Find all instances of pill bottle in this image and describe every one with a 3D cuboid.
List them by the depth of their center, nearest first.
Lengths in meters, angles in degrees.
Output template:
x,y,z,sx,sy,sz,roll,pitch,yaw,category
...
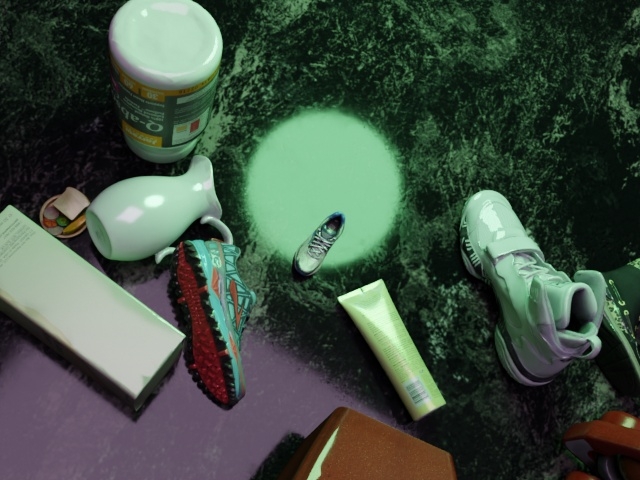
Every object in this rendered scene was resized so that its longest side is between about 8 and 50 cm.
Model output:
x,y,z,sx,sy,sz,roll,pitch,yaw,category
-0.249,-0.242,1.077,0.162,0.278,0.162,5,67,-13,pill bottle

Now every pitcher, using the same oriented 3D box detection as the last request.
x,y,z,sx,sy,sz,roll,pitch,yaw,category
-0.250,-0.025,1.089,0.207,0.125,0.177,-27,93,-34,pitcher

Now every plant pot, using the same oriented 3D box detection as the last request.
x,y,z,sx,sy,sz,roll,pitch,yaw,category
0.046,0.390,0.933,0.267,0.267,0.235,25,53,-5,plant pot

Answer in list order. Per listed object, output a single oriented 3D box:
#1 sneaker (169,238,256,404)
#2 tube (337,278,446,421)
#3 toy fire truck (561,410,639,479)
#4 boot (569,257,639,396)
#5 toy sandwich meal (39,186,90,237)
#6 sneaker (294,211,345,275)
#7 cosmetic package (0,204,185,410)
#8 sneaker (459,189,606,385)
x,y,z,sx,sy,sz,roll,pitch,yaw,category
-0.141,0.121,1.059,0.125,0.104,0.261,-9,86,-44,sneaker
0.124,0.181,1.139,0.070,0.062,0.240,4,53,-61,tube
0.544,0.390,1.057,0.302,0.254,0.169,43,65,4,toy fire truck
0.582,0.151,1.256,0.179,0.085,0.236,-16,74,-23,boot
-0.410,-0.045,1.094,0.086,0.029,0.085,5,68,-13,toy sandwich meal
0.000,0.000,1.172,0.052,0.058,0.135,33,65,-1,sneaker
-0.354,0.104,0.981,0.309,0.160,0.113,37,65,2,cosmetic package
0.365,0.054,1.165,0.138,0.210,0.365,-7,71,-18,sneaker
